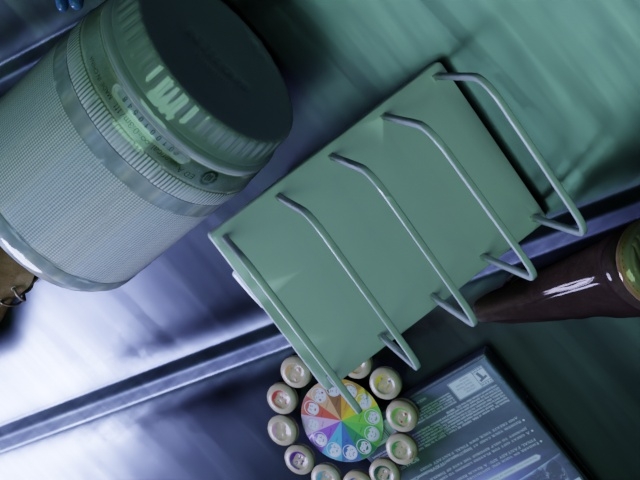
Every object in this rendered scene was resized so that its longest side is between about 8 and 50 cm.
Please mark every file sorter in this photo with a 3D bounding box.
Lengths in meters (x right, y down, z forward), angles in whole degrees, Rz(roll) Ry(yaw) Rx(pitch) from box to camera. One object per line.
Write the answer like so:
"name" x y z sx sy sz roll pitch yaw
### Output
"file sorter" 0.074 -0.004 1.181 0.277 0.173 0.193 -38 103 -5

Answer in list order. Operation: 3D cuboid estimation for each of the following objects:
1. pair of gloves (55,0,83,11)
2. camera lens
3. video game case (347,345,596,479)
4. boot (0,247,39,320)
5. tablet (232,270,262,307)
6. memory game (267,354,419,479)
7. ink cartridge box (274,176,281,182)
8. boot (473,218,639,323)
"pair of gloves" -0.182 -0.294 1.201 0.198 0.159 0.023 -20 140 23
"camera lens" -0.190 -0.097 1.251 0.274 0.219 0.219 -37 101 27
"video game case" 0.187 0.266 1.430 0.196 0.026 0.274 -34 103 27
"boot" -0.371 0.058 1.451 0.115 0.112 0.305 10 116 -1
"tablet" -0.050 0.034 1.396 0.083 0.006 0.054 -36 101 27
"memory game" 0.023 0.200 1.429 0.186 0.012 0.186 7 107 22
"ink cartridge box" 0.000 0.000 1.316 0.090 0.092 0.143 -29 105 26
"boot" 0.236 0.049 1.191 0.207 0.248 0.090 -19 82 25
